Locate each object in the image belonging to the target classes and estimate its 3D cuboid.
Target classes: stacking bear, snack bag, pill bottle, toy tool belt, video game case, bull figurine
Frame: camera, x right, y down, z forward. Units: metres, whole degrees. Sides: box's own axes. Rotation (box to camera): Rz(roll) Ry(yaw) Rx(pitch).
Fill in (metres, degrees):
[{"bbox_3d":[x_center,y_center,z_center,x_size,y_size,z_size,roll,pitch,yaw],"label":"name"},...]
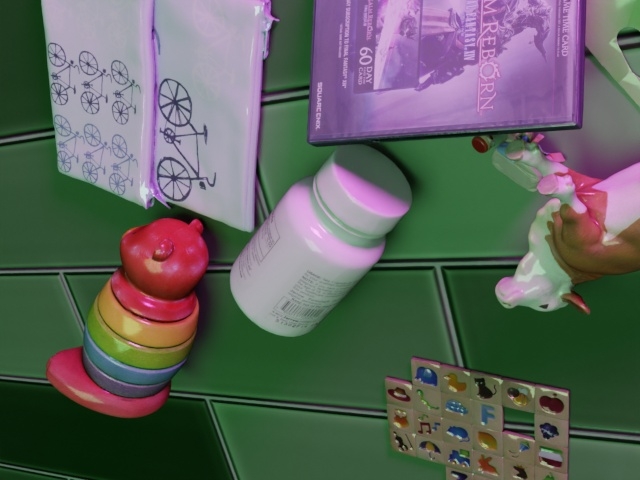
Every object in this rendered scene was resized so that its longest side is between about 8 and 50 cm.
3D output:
[{"bbox_3d":[-0.243,0.093,1.155,0.164,0.175,0.289,35,121,15],"label":"stacking bear"},{"bbox_3d":[-0.216,-0.181,1.057,0.343,0.037,0.322,21,124,22],"label":"snack bag"},{"bbox_3d":[0.000,0.000,0.954,0.131,0.131,0.229,44,130,5],"label":"pill bottle"},{"bbox_3d":[0.200,-0.091,0.837,0.083,0.051,0.052,40,157,20],"label":"toy tool belt"},{"bbox_3d":[0.110,-0.194,0.788,0.274,0.026,0.195,0,85,34],"label":"video game case"},{"bbox_3d":[0.282,-0.028,0.759,0.311,0.101,0.188,-22,136,31],"label":"bull figurine"}]

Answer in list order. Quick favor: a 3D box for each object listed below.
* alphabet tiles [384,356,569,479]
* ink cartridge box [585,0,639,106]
[{"bbox_3d":[0.192,0.246,1.046,0.237,0.009,0.198,9,120,29],"label":"alphabet tiles"},{"bbox_3d":[0.334,-0.197,0.682,0.171,0.056,0.235,49,128,0],"label":"ink cartridge box"}]
